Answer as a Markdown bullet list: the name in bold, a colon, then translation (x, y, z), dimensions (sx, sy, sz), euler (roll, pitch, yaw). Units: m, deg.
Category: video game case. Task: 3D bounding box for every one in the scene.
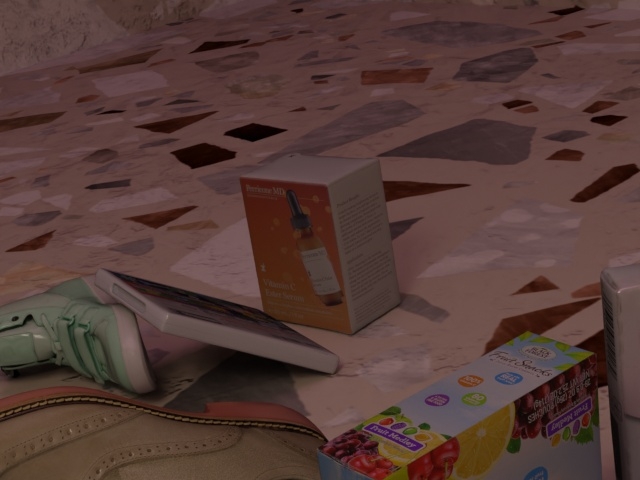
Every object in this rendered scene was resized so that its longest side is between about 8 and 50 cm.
- **video game case**: translation (-0.107, 0.081, 1.407), dimensions (0.201, 0.023, 0.183), euler (16, 4, -32)

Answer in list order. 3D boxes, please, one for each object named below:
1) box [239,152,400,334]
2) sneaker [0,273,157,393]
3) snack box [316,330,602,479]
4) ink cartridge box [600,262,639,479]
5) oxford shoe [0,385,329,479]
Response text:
- **box**: translation (0.000, 0.000, 1.508), dimensions (0.130, 0.170, 0.091), euler (7, 25, 41)
- **sneaker**: translation (-0.265, 0.117, 1.433), dimensions (0.151, 0.094, 0.256), euler (-20, 20, -19)
- **snack box**: translation (0.103, 0.182, 0.944), dimensions (0.207, 0.174, 0.070), euler (-23, 26, -34)
- **ink cartridge box**: translation (0.335, 0.095, 1.056), dimensions (0.232, 0.189, 0.066), euler (-8, 20, 2)
- **oxford shoe**: translation (-0.127, 0.189, 0.981), dimensions (0.397, 0.140, 0.146), euler (-3, 19, -35)
